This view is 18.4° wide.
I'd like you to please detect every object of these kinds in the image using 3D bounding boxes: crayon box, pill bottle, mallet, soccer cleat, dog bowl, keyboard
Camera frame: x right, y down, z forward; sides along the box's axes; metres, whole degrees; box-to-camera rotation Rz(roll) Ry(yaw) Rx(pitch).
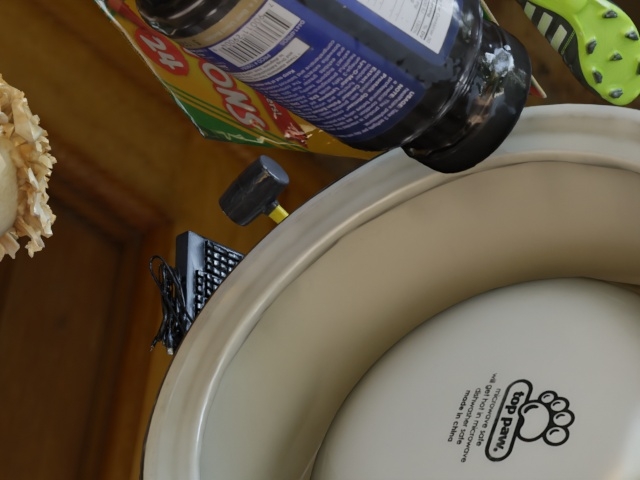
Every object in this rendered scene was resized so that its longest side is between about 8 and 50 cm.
[{"bbox_3d":[-0.022,-0.152,1.339,0.318,0.081,0.202,9,-35,51],"label":"crayon box"},{"bbox_3d":[0.013,-0.125,1.123,0.219,0.123,0.123,30,-47,-33],"label":"pill bottle"},{"bbox_3d":[0.000,0.000,1.750,0.189,0.039,0.062,37,-71,0],"label":"mallet"},{"bbox_3d":[0.189,-0.176,1.516,0.060,0.072,0.179,-44,-61,-1],"label":"soccer cleat"},{"bbox_3d":[0.106,0.118,1.150,0.408,0.408,0.150,-15,-47,22],"label":"dog bowl"},{"bbox_3d":[-0.089,0.074,1.593,0.100,0.192,0.038,20,-41,-29],"label":"keyboard"}]

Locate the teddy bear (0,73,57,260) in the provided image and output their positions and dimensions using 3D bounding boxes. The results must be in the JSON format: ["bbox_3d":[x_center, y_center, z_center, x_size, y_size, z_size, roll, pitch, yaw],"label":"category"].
[{"bbox_3d":[-0.236,-0.083,0.728,0.245,0.113,0.338,40,-23,-33],"label":"teddy bear"}]
